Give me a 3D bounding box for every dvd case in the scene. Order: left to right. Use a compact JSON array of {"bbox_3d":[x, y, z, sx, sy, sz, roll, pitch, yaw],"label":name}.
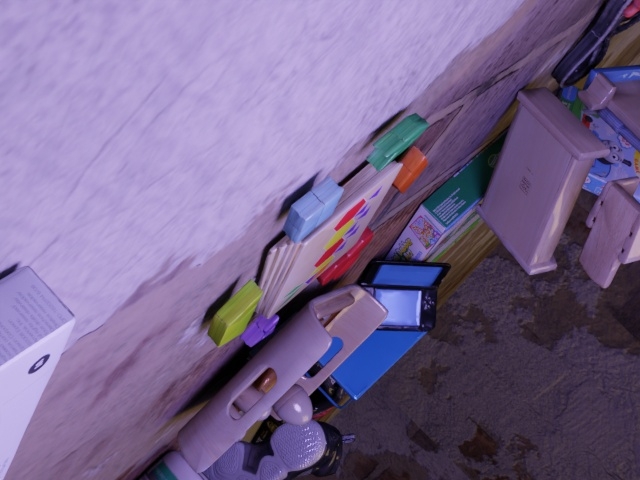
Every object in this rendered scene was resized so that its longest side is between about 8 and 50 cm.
[{"bbox_3d":[-0.070,0.142,1.364,0.087,0.013,0.119,-39,168,-29],"label":"dvd case"}]

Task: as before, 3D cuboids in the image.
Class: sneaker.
[{"bbox_3d":[-0.066,0.377,1.833,0.268,0.101,0.153,-28,155,30],"label":"sneaker"},{"bbox_3d":[0.040,0.196,1.787,0.276,0.097,0.135,-44,173,3],"label":"sneaker"}]

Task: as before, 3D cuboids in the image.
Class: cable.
[{"bbox_3d":[0.380,-0.268,1.363,0.139,0.072,0.287,-31,164,-40],"label":"cable"}]

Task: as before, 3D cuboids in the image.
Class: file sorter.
[{"bbox_3d":[0.059,0.161,1.679,0.170,0.118,0.104,-41,173,-24],"label":"file sorter"}]

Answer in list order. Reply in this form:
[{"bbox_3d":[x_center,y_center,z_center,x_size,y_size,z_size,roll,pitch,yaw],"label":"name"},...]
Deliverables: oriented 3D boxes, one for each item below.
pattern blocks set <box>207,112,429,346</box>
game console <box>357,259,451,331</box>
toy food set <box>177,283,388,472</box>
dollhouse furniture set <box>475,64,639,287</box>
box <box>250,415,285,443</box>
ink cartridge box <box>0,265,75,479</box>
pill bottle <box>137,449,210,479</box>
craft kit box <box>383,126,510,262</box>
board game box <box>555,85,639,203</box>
[{"bbox_3d":[0.000,0.000,1.026,0.285,0.026,0.325,-38,168,-36],"label":"pattern blocks set"},{"bbox_3d":[0.118,0.081,1.553,0.071,0.122,0.107,-167,-100,-78],"label":"game console"},{"bbox_3d":[-0.029,0.168,1.311,0.220,0.092,0.306,-45,172,12],"label":"toy food set"},{"bbox_3d":[0.412,-0.065,1.413,0.303,0.286,0.198,-10,136,-26],"label":"dollhouse furniture set"},{"bbox_3d":[-0.047,0.343,2.172,0.175,0.051,0.220,-40,169,-27],"label":"box"},{"bbox_3d":[-0.239,0.134,0.536,0.224,0.045,0.223,-35,167,-42],"label":"ink cartridge box"},{"bbox_3d":[-0.250,0.459,1.371,0.361,0.204,0.204,-43,170,-11],"label":"pill bottle"},{"bbox_3d":[0.206,-0.047,1.610,0.250,0.061,0.247,-40,166,-29],"label":"craft kit box"},{"bbox_3d":[0.439,-0.131,1.620,0.039,0.211,0.160,120,-6,-54],"label":"board game box"}]
